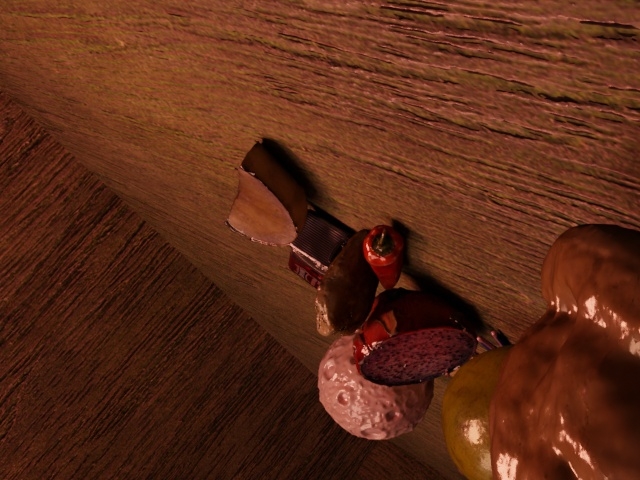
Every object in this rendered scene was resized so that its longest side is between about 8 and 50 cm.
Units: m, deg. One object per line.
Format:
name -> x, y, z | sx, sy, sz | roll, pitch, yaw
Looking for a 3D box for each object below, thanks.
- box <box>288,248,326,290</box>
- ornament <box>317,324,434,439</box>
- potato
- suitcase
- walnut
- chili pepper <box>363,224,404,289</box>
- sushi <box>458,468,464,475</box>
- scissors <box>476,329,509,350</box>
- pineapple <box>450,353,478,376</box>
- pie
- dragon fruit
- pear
box -> -0.004, 0.042, 1.990 | 0.120, 0.069, 0.224 | 37, 169, 3
ornament -> 0.120, 0.300, 2.172 | 0.259, 0.259, 0.225 | 26, 138, 42
potato -> -0.077, -0.076, 1.693 | 0.138, 0.098, 0.243 | 30, 156, 2
suitcase -> 0.000, 0.000, 1.778 | 0.126, 0.086, 0.059 | 33, -178, 22
walnut -> 0.306, 0.149, 0.798 | 0.383, 0.383, 0.383 | 36, 168, 9
chili pepper -> 0.105, 0.023, 1.593 | 0.063, 0.071, 0.272 | 39, 171, 16
sushi -> 0.406, 0.429, 1.967 | 0.236, 0.171, 0.270 | 28, 167, -17
scissors -> 0.313, 0.188, 1.715 | 0.039, 0.012, 0.113 | -25, 134, 28
pineapple -> 0.317, 0.270, 1.985 | 0.221, 0.047, 0.221 | 33, 169, 7
pie -> 0.046, 0.075, 1.683 | 0.079, 0.193, 0.163 | 17, 167, 24
dragon fruit -> 0.158, 0.147, 1.751 | 0.224, 0.218, 0.148 | 70, -172, -56
pear -> 0.325, 0.282, 1.536 | 0.253, 0.253, 0.307 | 42, 160, -20
